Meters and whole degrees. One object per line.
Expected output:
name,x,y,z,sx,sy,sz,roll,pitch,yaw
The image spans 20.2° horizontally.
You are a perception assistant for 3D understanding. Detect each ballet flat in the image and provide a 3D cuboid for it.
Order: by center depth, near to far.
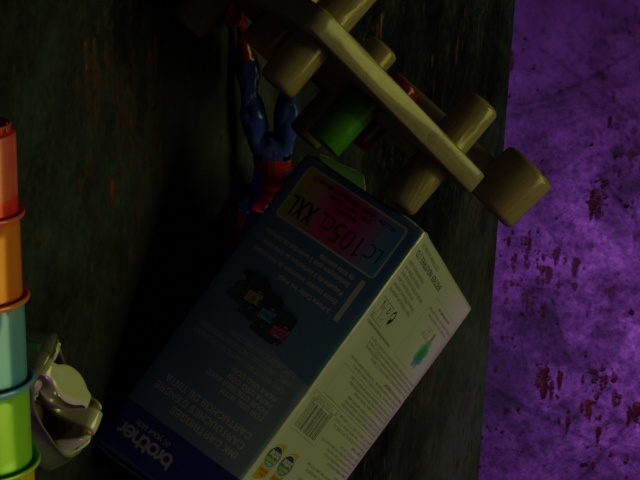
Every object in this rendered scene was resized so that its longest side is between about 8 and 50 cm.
ballet flat,-0.212,0.135,1.446,0.213,0.068,0.072,72,31,-58

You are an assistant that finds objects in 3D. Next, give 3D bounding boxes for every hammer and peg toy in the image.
hammer and peg toy,0.039,-0.132,1.676,0.127,0.266,0.361,-49,128,-2

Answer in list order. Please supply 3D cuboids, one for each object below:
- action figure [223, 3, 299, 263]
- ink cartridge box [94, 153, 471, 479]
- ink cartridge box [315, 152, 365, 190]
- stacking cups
action figure,-0.053,-0.088,1.827,0.139,0.091,0.280,-86,174,-54
ink cartridge box,-0.043,0.149,1.726,0.395,0.151,0.270,-55,158,-7
ink cartridge box,0.000,0.000,1.945,0.109,0.062,0.209,-59,-167,21
stacking cups,-0.243,0.072,1.262,0.096,0.096,0.316,-45,139,-65
